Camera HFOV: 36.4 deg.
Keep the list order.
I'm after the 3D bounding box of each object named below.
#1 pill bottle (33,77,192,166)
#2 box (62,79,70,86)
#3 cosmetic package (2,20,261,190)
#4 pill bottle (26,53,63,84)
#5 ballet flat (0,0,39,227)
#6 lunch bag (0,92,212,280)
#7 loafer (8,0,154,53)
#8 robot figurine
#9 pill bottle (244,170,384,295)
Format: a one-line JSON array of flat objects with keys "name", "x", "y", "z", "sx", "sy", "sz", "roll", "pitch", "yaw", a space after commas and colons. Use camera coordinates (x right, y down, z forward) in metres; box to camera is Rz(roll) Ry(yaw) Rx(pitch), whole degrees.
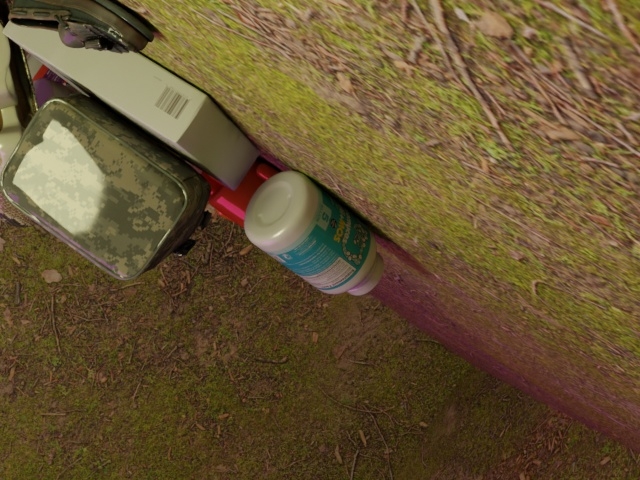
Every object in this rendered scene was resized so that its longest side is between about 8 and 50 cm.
[{"name": "pill bottle", "x": -0.430, "y": -0.206, "z": 1.946, "sx": 0.334, "sy": 0.188, "sz": 0.188, "roll": 16, "pitch": -170, "yaw": -47}, {"name": "box", "x": -0.460, "y": -0.302, "z": 2.169, "sx": 0.159, "sy": 0.044, "sz": 0.233, "roll": 6, "pitch": -164, "yaw": -41}, {"name": "cosmetic package", "x": -0.308, "y": -0.246, "z": 1.639, "sx": 0.377, "sy": 0.097, "sz": 0.284, "roll": 33, "pitch": 179, "yaw": 19}, {"name": "pill bottle", "x": -0.593, "y": -0.327, "z": 2.375, "sx": 0.323, "sy": 0.181, "sz": 0.181, "roll": 35, "pitch": 176, "yaw": -23}, {"name": "ballet flat", "x": -0.557, "y": -0.243, "z": 1.673, "sx": 0.182, "sy": 0.164, "sz": 0.483, "roll": 20, "pitch": 122, "yaw": 62}, {"name": "lunch bag", "x": -0.338, "y": -0.095, "z": 1.636, "sx": 0.305, "sy": 0.213, "sz": 0.256, "roll": 34, "pitch": -166, "yaw": 0}, {"name": "loafer", "x": -0.320, "y": -0.284, "z": 1.283, "sx": 0.267, "sy": 0.084, "sz": 0.096, "roll": 31, "pitch": 175, "yaw": 38}, {"name": "robot figurine", "x": -0.126, "y": -0.084, "z": 1.868, "sx": 0.219, "sy": 0.158, "sz": 0.128, "roll": 35, "pitch": -167, "yaw": -17}, {"name": "pill bottle", "x": 0.000, "y": 0.000, "z": 1.706, "sx": 0.264, "sy": 0.146, "sz": 0.146, "roll": 37, "pitch": 175, "yaw": -40}]
